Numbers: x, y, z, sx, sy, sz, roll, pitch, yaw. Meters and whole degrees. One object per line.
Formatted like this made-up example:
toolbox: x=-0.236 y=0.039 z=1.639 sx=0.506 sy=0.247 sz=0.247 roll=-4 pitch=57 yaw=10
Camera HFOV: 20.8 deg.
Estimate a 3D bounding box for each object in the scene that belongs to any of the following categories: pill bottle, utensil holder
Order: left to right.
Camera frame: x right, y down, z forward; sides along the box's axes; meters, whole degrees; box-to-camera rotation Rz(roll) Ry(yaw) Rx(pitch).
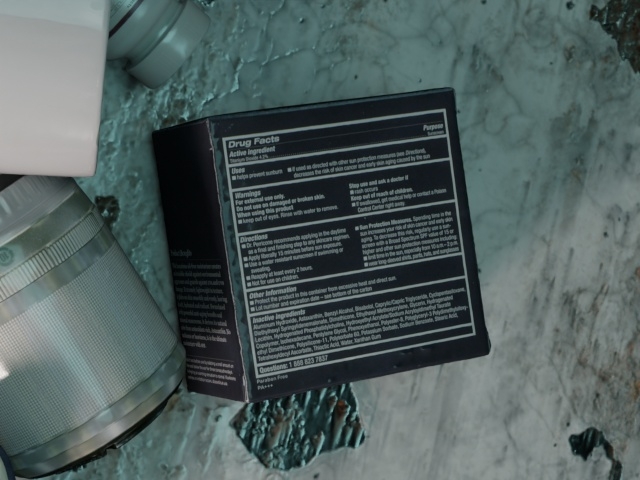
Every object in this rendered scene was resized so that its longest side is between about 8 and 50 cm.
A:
utensil holder: x=-0.383 y=-0.222 z=1.592 sx=0.385 sy=0.327 sz=0.327 roll=5 pitch=87 yaw=-8
pill bottle: x=-0.229 y=-0.265 z=1.818 sx=0.221 sy=0.121 sz=0.121 roll=40 pitch=74 yaw=-18

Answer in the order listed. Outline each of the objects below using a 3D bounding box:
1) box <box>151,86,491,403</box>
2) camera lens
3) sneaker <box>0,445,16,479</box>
box: x=0.000 y=0.000 z=1.880 sx=0.296 sy=0.183 sz=0.294 roll=-9 pitch=94 yaw=-25
camera lens: x=-0.281 y=0.081 z=1.735 sx=0.219 sy=0.219 sz=0.274 roll=-35 pitch=103 yaw=-20
sneaker: x=-0.299 y=0.294 z=1.715 sx=0.148 sy=0.131 sz=0.350 roll=-29 pitch=144 yaw=-33
